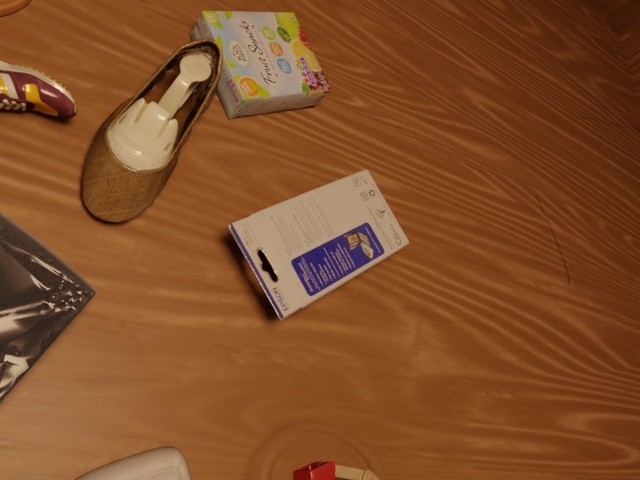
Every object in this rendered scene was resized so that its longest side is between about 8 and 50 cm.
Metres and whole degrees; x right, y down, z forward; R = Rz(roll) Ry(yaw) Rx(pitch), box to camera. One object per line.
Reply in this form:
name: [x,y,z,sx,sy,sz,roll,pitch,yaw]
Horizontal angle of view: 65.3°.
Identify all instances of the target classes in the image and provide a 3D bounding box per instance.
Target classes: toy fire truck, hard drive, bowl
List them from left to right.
hard drive: [-0.399,0.041,0.533,0.255,0.054,0.172,40,50,-14]
bowl: [-0.199,0.315,0.555,0.142,0.053,0.142,-7,75,-37]
toy fire truck: [0.059,0.382,0.713,0.192,0.047,0.135,8,63,-34]

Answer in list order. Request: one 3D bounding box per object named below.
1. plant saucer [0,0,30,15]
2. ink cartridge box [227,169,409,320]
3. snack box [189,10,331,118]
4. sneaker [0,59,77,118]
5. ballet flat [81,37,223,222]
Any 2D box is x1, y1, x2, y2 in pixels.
plant saucer: [-0.497,-0.399,0.681,0.200,0.037,0.199,15,61,-29]
ink cartridge box: [0.000,0.000,0.839,0.333,0.065,0.165,-25,85,-42]
snack box: [-0.104,-0.322,0.909,0.207,0.070,0.174,-22,84,-38]
sneaker: [-0.412,-0.185,0.631,0.186,0.069,0.083,22,66,-19]
ballet flat: [-0.225,-0.181,0.719,0.116,0.124,0.342,35,53,-17]
